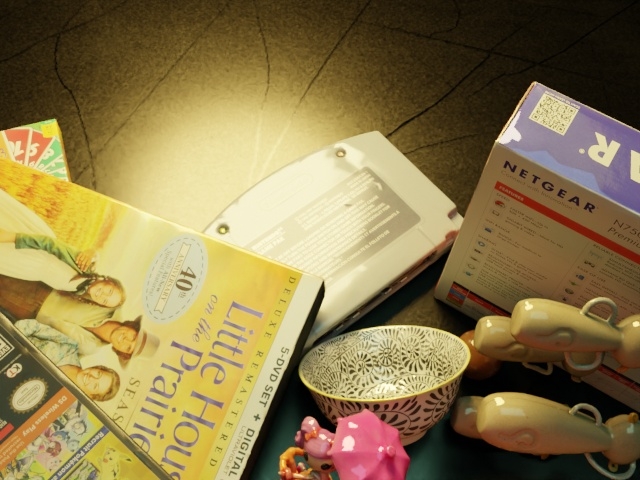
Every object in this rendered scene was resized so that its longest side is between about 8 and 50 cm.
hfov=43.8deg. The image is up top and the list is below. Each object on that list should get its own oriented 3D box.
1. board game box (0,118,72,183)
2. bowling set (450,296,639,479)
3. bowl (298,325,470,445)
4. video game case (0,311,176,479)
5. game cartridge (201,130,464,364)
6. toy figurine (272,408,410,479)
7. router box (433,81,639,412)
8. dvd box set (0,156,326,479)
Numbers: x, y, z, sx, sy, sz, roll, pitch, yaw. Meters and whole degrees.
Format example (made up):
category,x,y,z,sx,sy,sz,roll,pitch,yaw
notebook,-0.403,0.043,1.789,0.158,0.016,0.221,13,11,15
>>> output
category,x,y,z,sx,sy,sz,roll,pitch,yaw
board game box,-0.340,-0.018,0.909,0.124,0.039,0.259,-15,65,-10
bowling set,0.219,0.143,0.775,0.154,0.286,0.200,10,27,-3
bowl,0.067,0.153,0.794,0.170,0.080,0.170,-7,16,2
video game case,-0.300,0.234,0.676,0.248,0.035,0.275,39,67,14
game cartridge,0.000,0.000,0.908,0.294,0.060,0.196,-34,71,-21
toy figurine,0.013,0.216,0.706,0.173,0.159,0.130,25,28,27
router box,0.296,0.043,0.760,0.336,0.301,0.082,30,63,12
dvd box set,-0.243,0.106,0.790,0.421,0.062,0.307,21,74,9
